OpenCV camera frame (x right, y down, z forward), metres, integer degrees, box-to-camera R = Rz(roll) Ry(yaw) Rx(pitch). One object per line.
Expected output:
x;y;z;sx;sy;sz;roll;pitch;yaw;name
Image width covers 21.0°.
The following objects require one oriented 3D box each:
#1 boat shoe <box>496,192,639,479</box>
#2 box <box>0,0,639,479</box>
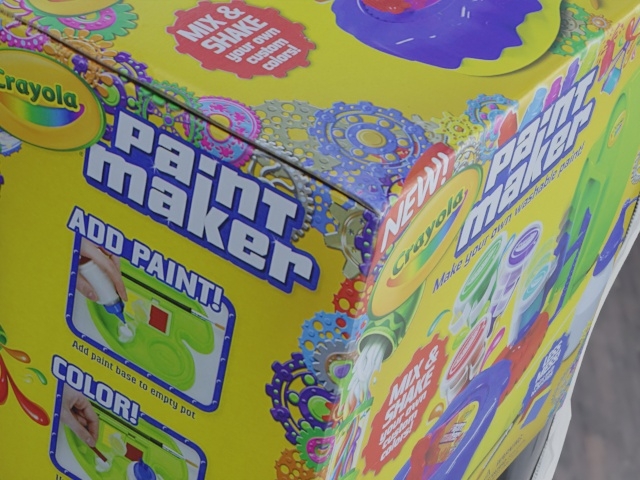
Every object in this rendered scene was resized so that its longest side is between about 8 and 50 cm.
0.113;0.008;1.020;0.095;0.112;0.335;17;86;-29;boat shoe
0.000;0.000;0.728;0.290;0.177;0.279;-38;149;-46;box
